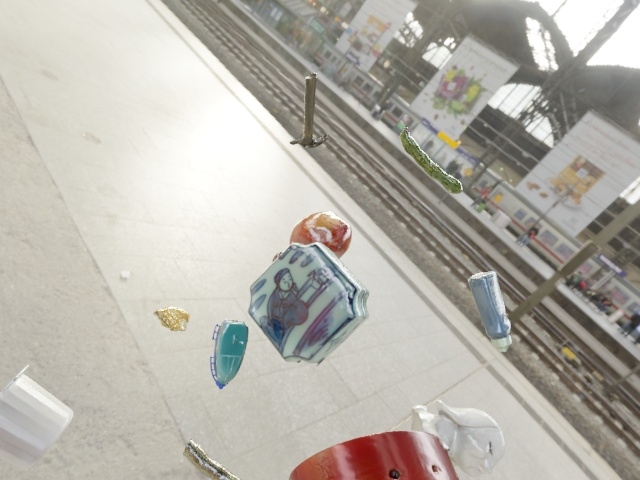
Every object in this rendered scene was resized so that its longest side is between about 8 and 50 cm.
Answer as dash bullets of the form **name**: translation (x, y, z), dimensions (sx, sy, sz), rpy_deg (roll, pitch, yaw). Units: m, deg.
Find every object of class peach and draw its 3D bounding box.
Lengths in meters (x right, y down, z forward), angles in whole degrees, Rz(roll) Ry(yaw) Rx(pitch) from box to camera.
- **peach**: translation (0.000, 0.000, 1.608), dimensions (0.243, 0.243, 0.200), rpy_deg (-77, 144, -69)

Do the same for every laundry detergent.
- **laundry detergent**: translation (0.640, 0.265, 1.593), dimensions (0.143, 0.094, 0.290), rpy_deg (-8, 83, -55)

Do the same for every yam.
- **yam**: translation (-0.345, 0.743, 1.381), dimensions (0.252, 0.061, 0.061), rpy_deg (30, 15, 17)

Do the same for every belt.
- **belt**: translation (0.095, 0.386, 0.637), dimensions (0.323, 0.227, 0.115), rpy_deg (36, 26, -43)

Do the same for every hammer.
- **hammer**: translation (-0.032, -0.362, 1.222), dimensions (0.297, 0.125, 0.027), rpy_deg (95, -7, -66)

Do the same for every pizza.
- **pizza**: translation (-0.539, 0.288, 1.559), dimensions (0.160, 0.035, 0.099), rpy_deg (14, 50, -58)

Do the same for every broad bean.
- **broad bean**: translation (0.311, -0.218, 1.216), dimensions (0.256, 0.052, 0.052), rpy_deg (43, 30, -11)

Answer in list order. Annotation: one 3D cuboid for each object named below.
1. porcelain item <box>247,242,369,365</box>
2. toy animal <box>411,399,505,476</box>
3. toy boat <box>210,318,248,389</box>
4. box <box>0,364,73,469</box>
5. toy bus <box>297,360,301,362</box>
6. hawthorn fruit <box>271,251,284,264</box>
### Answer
- **porcelain item**: translation (-0.032, 0.167, 1.154), dimensions (0.286, 0.281, 0.157), rpy_deg (49, 6, 21)
- **toy animal**: translation (0.413, 0.592, 1.280), dimensions (0.264, 0.272, 0.206), rpy_deg (-1, 31, 0)
- **toy boat**: translation (-0.231, 0.276, 1.051), dimensions (0.091, 0.175, 0.110), rpy_deg (11, -2, -25)
- **box**: translation (-0.866, 0.523, 1.247), dimensions (0.206, 0.262, 0.291), rpy_deg (44, -7, -14)
- **toy bus**: translation (-0.067, 0.432, 1.901), dimensions (0.114, 0.201, 0.098), rpy_deg (54, -14, -26)
- **hawthorn fruit**: translation (-0.160, 0.139, 1.974), dimensions (0.148, 0.172, 0.148), rpy_deg (12, 38, -10)
